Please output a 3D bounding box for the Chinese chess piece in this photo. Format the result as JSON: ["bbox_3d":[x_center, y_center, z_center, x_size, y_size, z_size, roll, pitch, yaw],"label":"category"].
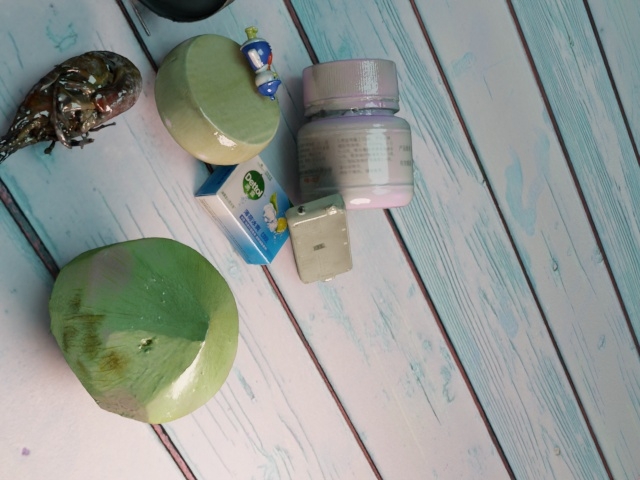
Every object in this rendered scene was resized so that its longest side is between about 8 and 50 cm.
[{"bbox_3d":[-0.191,-0.262,1.847,0.250,0.101,0.250,25,52,-37],"label":"Chinese chess piece"}]

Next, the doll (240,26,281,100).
[{"bbox_3d":[-0.111,-0.330,1.855,0.099,0.058,0.142,2,70,-78],"label":"doll"}]

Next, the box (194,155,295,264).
[{"bbox_3d":[-0.140,-0.066,1.956,0.194,0.073,0.139,54,53,-30],"label":"box"}]

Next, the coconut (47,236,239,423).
[{"bbox_3d":[-0.282,0.141,1.613,0.281,0.328,0.328,-14,98,-44],"label":"coconut"}]

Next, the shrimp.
[{"bbox_3d":[-0.426,-0.205,1.631,0.145,0.116,0.343,48,55,-5],"label":"shrimp"}]

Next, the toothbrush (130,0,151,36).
[{"bbox_3d":[-0.336,-0.418,1.812,0.006,0.008,0.097,-40,118,-25],"label":"toothbrush"}]

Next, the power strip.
[{"bbox_3d":[0.000,0.000,1.998,0.270,0.118,0.046,81,-8,-58],"label":"power strip"}]

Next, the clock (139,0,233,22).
[{"bbox_3d":[-0.244,-0.532,1.699,0.061,0.313,0.312,-40,117,-46],"label":"clock"}]

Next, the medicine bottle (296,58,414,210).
[{"bbox_3d":[0.070,-0.214,2.062,0.241,0.241,0.301,-4,91,-47],"label":"medicine bottle"}]
